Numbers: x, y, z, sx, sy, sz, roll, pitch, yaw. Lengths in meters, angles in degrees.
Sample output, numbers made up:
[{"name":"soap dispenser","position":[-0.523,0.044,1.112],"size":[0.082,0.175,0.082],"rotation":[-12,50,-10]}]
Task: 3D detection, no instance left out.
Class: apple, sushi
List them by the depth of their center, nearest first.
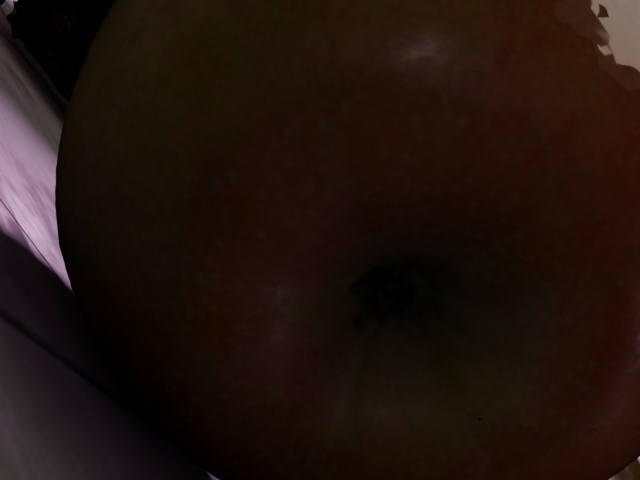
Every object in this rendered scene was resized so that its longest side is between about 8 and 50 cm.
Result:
[{"name":"apple","position":[0.034,-0.018,0.476],"size":[0.319,0.319,0.277],"rotation":[55,27,-8]},{"name":"sushi","position":[-0.145,-0.201,1.017],"size":[0.207,0.234,0.348],"rotation":[62,30,-14]}]

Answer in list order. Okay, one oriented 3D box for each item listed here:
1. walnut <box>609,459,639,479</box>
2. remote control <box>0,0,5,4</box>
[{"name":"walnut","position":[0.102,0.171,0.650],"size":[0.209,0.209,0.336],"rotation":[56,8,-23]},{"name":"remote control","position":[-0.243,-0.190,0.622],"size":[0.107,0.044,0.377],"rotation":[52,-1,-14]}]
